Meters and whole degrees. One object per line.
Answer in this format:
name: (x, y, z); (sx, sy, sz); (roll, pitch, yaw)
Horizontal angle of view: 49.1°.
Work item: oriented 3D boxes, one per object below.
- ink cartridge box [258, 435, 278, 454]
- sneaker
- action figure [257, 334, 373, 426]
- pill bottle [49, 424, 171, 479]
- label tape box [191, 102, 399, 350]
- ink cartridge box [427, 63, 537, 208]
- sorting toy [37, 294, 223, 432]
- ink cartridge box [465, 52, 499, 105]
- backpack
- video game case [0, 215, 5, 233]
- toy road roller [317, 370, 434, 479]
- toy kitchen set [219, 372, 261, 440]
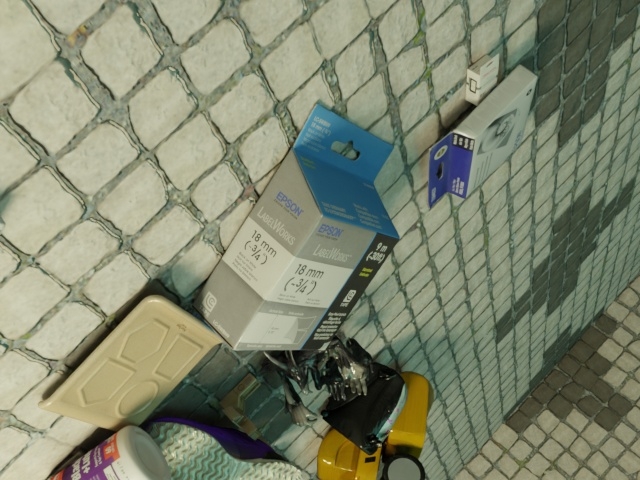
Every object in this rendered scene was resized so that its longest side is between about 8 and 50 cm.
ink cartridge box: (-0.147, 0.469, 1.247); (0.234, 0.193, 0.088); (-8, 130, -49)
sneaker: (-0.180, 0.357, 1.164); (0.293, 0.146, 0.102); (31, 86, -29)
action figure: (0.005, 0.238, 1.240); (0.164, 0.141, 0.275); (-31, 158, 19)
pill bottle: (-0.316, 0.354, 0.973); (0.193, 0.108, 0.108); (-35, 149, 0)
label tape box: (0.000, 0.000, 1.017); (0.334, 0.106, 0.240); (-57, 149, 12)
ink cartridge box: (0.281, -0.165, 1.231); (0.224, 0.045, 0.223); (-43, 158, -10)
sorting toy: (-0.250, 0.170, 0.950); (0.208, 0.038, 0.193); (-43, 149, -3)
ink cartridge box: (0.265, -0.268, 1.145); (0.048, 0.028, 0.083); (-39, 148, -20)
backpack: (0.109, 0.357, 1.531); (0.182, 0.152, 0.115); (-52, 161, -13)
video game case: (-0.418, 0.041, 0.594); (0.206, 0.026, 0.227); (-55, 149, 9)
toy road roller: (0.125, 0.467, 1.637); (0.203, 0.240, 0.330); (93, 9, -55)
toy kitchen set: (-0.121, 0.275, 1.176); (0.075, 0.083, 0.068); (-44, 149, -10)
